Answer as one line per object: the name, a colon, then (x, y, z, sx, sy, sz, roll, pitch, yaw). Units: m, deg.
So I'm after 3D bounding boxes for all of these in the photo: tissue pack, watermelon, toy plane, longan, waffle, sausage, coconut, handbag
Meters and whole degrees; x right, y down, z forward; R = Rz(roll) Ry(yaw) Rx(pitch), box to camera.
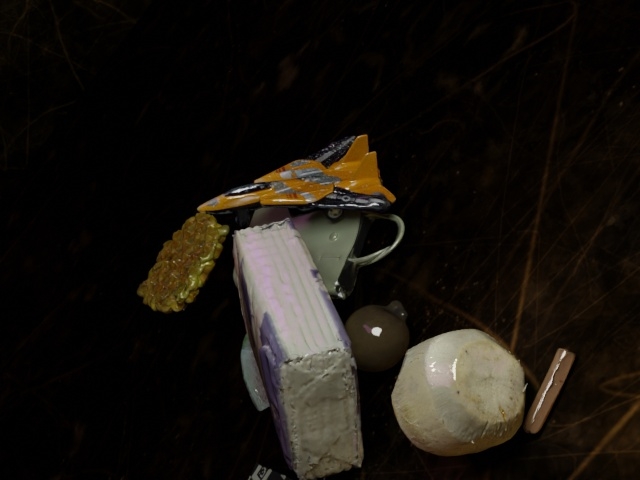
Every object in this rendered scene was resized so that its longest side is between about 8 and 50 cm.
tissue pack: (-0.038, 0.152, 1.461, 0.125, 0.242, 0.343, -13, 35, -8)
watermelon: (-0.093, 0.198, 1.675, 0.094, 0.081, 0.180, -21, 44, 3)
toy plane: (-0.047, -0.078, 1.651, 0.316, 0.103, 0.204, -19, 45, -3)
longan: (0.086, 0.140, 1.455, 0.119, 0.106, 0.106, -49, 31, -11)
waffle: (-0.290, 0.044, 2.055, 0.243, 0.059, 0.237, 12, 70, 56)
sausage: (0.285, 0.189, 1.221, 0.026, 0.026, 0.116, 14, 72, 55)
coconut: (0.173, 0.196, 1.241, 0.162, 0.161, 0.161, -36, 32, 60)
handbag: (0.000, 0.000, 1.689, 0.315, 0.109, 0.241, -12, 50, 41)

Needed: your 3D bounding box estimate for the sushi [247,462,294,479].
sushi: (-0.058, 0.443, 1.403, 0.279, 0.043, 0.192, 2, 63, 60)
